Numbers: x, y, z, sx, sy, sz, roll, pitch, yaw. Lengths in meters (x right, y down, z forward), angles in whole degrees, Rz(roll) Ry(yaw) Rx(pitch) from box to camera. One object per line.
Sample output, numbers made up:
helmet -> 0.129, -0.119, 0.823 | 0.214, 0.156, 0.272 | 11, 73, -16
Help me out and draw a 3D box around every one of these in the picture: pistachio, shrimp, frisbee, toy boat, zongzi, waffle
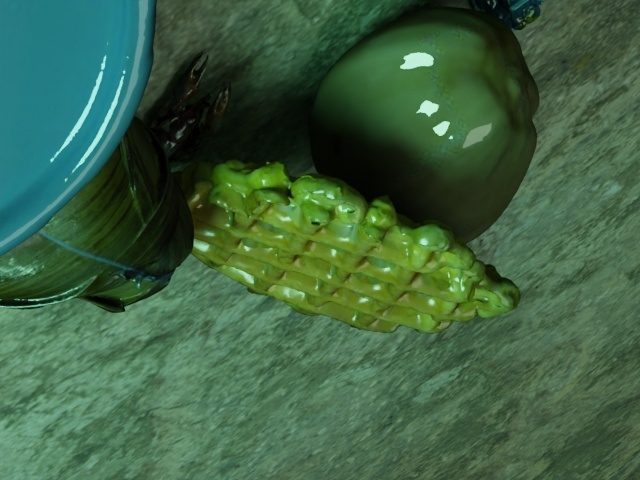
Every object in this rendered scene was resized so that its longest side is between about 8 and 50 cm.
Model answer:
pistachio -> 0.070, -0.072, 1.345 | 0.238, 0.153, 0.138 | 99, 9, -63
shrimp -> -0.084, -0.075, 1.233 | 0.092, 0.038, 0.029 | -53, -166, 34
frisbee -> -0.217, -0.094, 0.933 | 0.289, 0.049, 0.289 | -17, 132, -19
toy boat -> 0.125, -0.175, 1.310 | 0.060, 0.061, 0.137 | -35, 157, -4
zongzi -> -0.193, 0.009, 1.125 | 0.242, 0.112, 0.221 | -37, 151, -4
waffle -> 0.000, 0.000, 1.291 | 0.238, 0.243, 0.059 | 35, 66, -47
